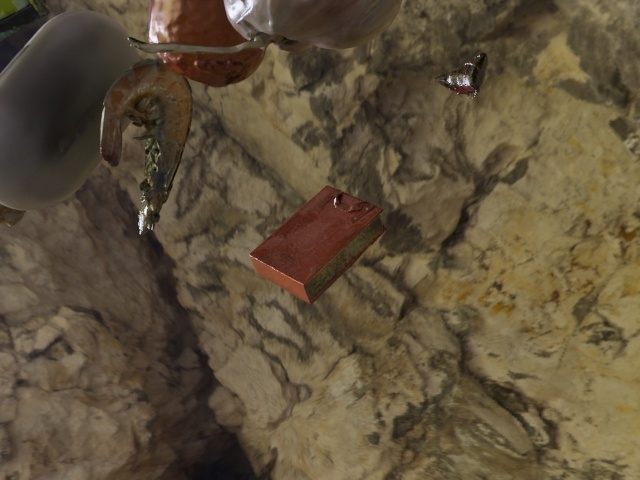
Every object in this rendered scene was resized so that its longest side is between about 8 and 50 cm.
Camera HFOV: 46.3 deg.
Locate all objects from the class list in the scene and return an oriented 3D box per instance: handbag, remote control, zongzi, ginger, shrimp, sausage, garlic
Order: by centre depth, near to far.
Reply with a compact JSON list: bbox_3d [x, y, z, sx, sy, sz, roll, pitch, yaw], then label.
[{"bbox_3d":[-0.057,-0.254,0.696,0.256,0.207,0.207,-26,-102,4],"label":"garlic"},{"bbox_3d":[-0.119,-0.311,0.849,0.141,0.153,0.268,2,-65,-15],"label":"sausage"},{"bbox_3d":[-0.246,-0.126,1.037,0.052,0.143,0.251,17,-75,41],"label":"shrimp"},{"bbox_3d":[-0.391,-0.196,1.132,0.103,0.221,0.332,18,-114,30],"label":"remote control"},{"bbox_3d":[0.000,0.000,1.168,0.127,0.063,0.190,27,-123,38],"label":"handbag"},{"bbox_3d":[0.234,-0.250,1.189,0.083,0.073,0.067,-2,-109,43],"label":"zongzi"},{"bbox_3d":[-0.529,-0.045,1.259,0.048,0.030,0.097,47,-124,-18],"label":"ginger"}]

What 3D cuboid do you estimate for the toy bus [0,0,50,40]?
[{"bbox_3d":[-0.422,-0.342,0.910,0.128,0.150,0.262,-26,-139,3],"label":"toy bus"}]
